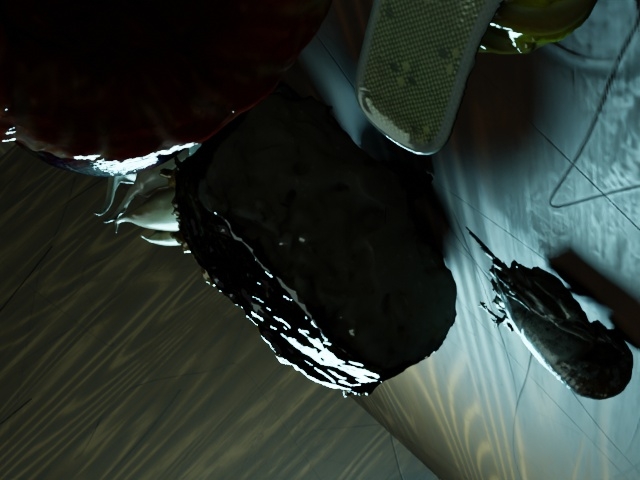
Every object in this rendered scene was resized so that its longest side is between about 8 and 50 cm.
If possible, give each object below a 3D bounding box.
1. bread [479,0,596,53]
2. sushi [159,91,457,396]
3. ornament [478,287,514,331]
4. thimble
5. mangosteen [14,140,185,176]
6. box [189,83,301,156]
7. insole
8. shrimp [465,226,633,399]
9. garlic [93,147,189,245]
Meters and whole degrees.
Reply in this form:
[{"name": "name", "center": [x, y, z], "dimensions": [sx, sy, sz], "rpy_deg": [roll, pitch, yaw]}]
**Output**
[{"name": "bread", "center": [0.078, -0.200, 0.670], "dimensions": [0.213, 0.104, 0.213], "rpy_deg": [44, 166, 14]}, {"name": "sushi", "center": [0.000, 0.000, 1.223], "dimensions": [0.348, 0.234, 0.207], "rpy_deg": [52, 152, -2]}, {"name": "ornament", "center": [0.222, 0.081, 1.310], "dimensions": [0.073, 0.028, 0.125], "rpy_deg": [49, 167, -18]}, {"name": "thimble", "center": [-0.153, -0.232, 0.776], "dimensions": [0.230, 0.350, 0.350], "rpy_deg": [39, 167, 41]}, {"name": "mangosteen", "center": [-0.214, -0.216, 1.222], "dimensions": [0.359, 0.306, 0.306], "rpy_deg": [12, 151, 30]}, {"name": "box", "center": [-0.082, -0.084, 1.452], "dimensions": [0.163, 0.135, 0.243], "rpy_deg": [49, 158, 16]}, {"name": "insole", "center": [0.064, -0.158, 0.619], "dimensions": [0.109, 0.007, 0.322], "rpy_deg": [38, 150, 18]}, {"name": "shrimp", "center": [0.228, 0.069, 1.141], "dimensions": [0.233, 0.079, 0.090], "rpy_deg": [48, 166, 14]}, {"name": "garlic", "center": [-0.212, -0.122, 1.679], "dimensions": [0.210, 0.292, 0.238], "rpy_deg": [30, 121, 36]}]
